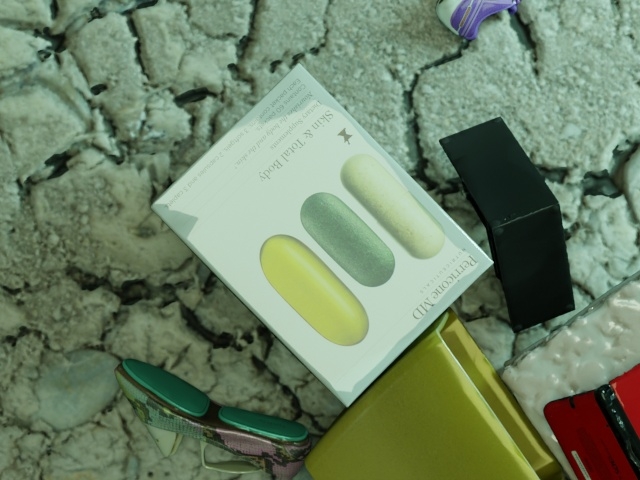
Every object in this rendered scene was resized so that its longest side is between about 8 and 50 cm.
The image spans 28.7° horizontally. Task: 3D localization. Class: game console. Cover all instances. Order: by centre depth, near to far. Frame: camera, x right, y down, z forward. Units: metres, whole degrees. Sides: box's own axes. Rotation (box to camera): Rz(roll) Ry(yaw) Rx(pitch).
[{"bbox_3d":[0.318,0.200,1.260,0.085,0.124,0.144,-29,92,-42],"label":"game console"}]

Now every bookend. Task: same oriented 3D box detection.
[{"bbox_3d":[0.195,-0.018,1.306,0.072,0.156,0.157,-21,43,-2],"label":"bookend"}]

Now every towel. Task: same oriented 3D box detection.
[{"bbox_3d":[0.399,0.168,1.267,0.332,0.053,0.317,-37,89,18],"label":"towel"}]

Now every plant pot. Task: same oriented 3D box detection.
[{"bbox_3d":[0.107,0.215,1.242,0.187,0.212,0.212,-35,88,9],"label":"plant pot"}]

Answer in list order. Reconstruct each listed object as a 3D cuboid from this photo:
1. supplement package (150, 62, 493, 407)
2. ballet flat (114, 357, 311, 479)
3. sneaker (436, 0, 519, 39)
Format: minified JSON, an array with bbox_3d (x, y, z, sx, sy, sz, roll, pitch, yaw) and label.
[{"bbox_3d":[0.000,0.000,1.248,0.199,0.198,0.263,-44,88,-4],"label":"supplement package"},{"bbox_3d":[-0.120,0.198,1.303,0.221,0.077,0.079,21,106,0],"label":"ballet flat"},{"bbox_3d":[0.201,-0.285,1.347,0.170,0.068,0.071,-44,103,5],"label":"sneaker"}]
